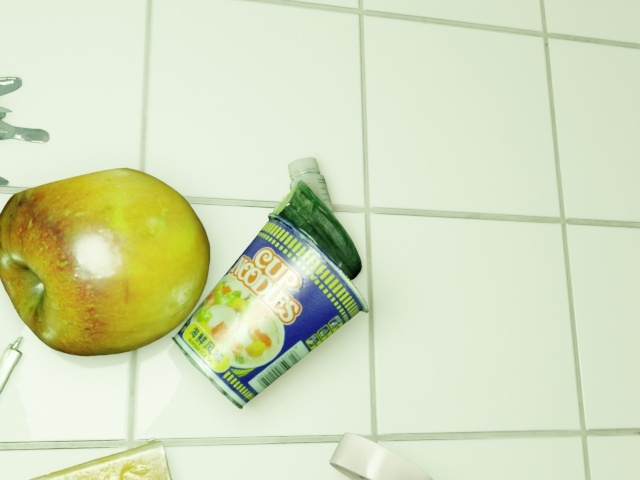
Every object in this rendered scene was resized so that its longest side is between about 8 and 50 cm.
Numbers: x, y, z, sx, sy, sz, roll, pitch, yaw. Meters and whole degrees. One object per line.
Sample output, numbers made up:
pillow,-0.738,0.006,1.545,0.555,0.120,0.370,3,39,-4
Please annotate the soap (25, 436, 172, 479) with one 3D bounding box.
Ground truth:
soap,-0.408,0.487,1.357,0.274,0.089,0.173,-14,81,-16

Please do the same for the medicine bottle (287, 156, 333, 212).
medicine bottle,-0.025,-0.110,1.607,0.080,0.080,0.130,-13,80,-17

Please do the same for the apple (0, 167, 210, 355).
apple,-0.398,0.025,1.372,0.384,0.374,0.374,27,66,35

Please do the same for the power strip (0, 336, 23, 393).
power strip,-0.605,0.267,1.380,0.030,0.047,0.191,27,72,-12

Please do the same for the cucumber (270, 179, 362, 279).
cucumber,0.000,0.000,1.555,0.115,0.063,0.244,-38,111,22

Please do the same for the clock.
clock,0.118,0.453,1.445,0.197,0.197,0.068,32,70,-5

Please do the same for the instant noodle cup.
instant noodle cup,-0.110,0.150,1.439,0.284,0.284,0.312,45,80,-1

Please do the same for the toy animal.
toy animal,-0.682,-0.234,1.471,0.255,0.176,0.239,18,73,-46
